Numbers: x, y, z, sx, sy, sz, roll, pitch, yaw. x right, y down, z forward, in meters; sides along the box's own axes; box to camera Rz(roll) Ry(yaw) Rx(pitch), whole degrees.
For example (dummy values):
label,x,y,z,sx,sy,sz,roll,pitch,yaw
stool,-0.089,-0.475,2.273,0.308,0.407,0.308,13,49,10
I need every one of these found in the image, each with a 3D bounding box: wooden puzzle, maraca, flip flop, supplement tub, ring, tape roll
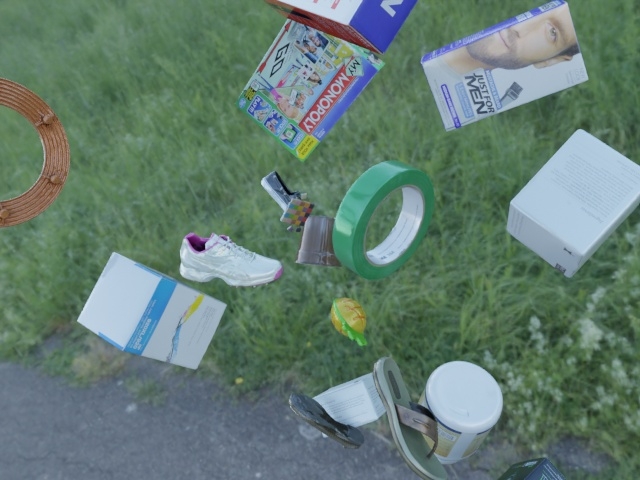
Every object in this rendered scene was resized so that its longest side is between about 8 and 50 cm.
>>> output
label,x,y,z,sx,sy,sz,roll,pitch,yaw
wooden puzzle,-0.042,-0.051,1.085,0.083,0.049,0.006,-61,38,23
maraca,0.089,0.243,1.792,0.099,0.127,0.185,-45,31,17
flip flop,0.196,0.367,1.240,0.080,0.277,0.112,-31,-25,24
supplement tub,0.414,0.546,1.861,0.228,0.316,0.228,3,49,-4
ring,-0.722,-0.195,1.319,0.032,0.336,0.336,3,34,48
tape roll,0.173,-0.052,1.591,0.321,0.321,0.077,-35,47,-27

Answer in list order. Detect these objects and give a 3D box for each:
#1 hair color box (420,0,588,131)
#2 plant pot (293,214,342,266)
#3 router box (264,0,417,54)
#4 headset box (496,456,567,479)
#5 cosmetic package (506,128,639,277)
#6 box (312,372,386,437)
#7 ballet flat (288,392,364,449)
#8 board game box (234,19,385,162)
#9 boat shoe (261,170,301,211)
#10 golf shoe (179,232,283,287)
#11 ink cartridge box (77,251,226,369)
label,x,y,z,sx,sy,sz,roll,pitch,yaw
hair color box,0.431,-0.412,1.418,0.339,0.185,0.110,-19,21,19
plant pot,0.000,0.000,2.019,0.167,0.165,0.167,7,1,0
router box,0.074,-0.472,0.888,0.335,0.082,0.301,-57,42,9
headset box,0.500,0.726,1.573,0.283,0.131,0.246,-35,-18,-18
cosmetic package,0.450,-0.061,1.056,0.183,0.151,0.151,-46,67,-4
box,0.095,0.486,1.784,0.182,0.119,0.181,-24,-11,18
ballet flat,0.009,0.509,1.655,0.058,0.250,0.084,-50,13,26
board game box,-0.034,-0.344,1.322,0.317,0.213,0.046,-45,7,44
boat shoe,-0.103,-0.149,2.069,0.076,0.228,0.080,-42,3,20
golf shoe,-0.259,0.052,1.698,0.306,0.140,0.115,3,28,7
ink cartridge box,-0.361,0.160,1.311,0.171,0.233,0.168,20,80,34
